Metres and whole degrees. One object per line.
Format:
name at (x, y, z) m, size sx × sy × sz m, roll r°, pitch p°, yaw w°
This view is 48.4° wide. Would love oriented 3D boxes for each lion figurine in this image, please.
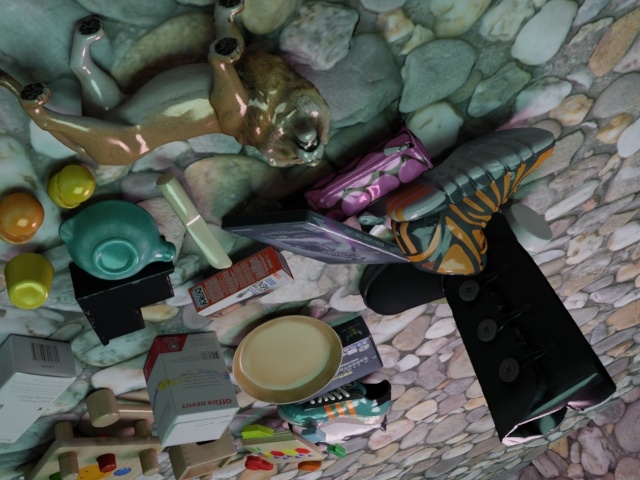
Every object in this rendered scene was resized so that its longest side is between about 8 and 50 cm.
lion figurine at (-0.182, -0.166, 0.894) m, size 0.392 × 0.142 × 0.240 m, roll -6°, pitch 152°, yaw -1°

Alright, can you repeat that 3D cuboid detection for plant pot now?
plant pot at (-0.071, 0.247, 1.508) m, size 0.236 × 0.032 × 0.236 m, roll -7°, pitch 121°, yaw -12°

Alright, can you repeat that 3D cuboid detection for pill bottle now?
pill bottle at (0.359, 0.038, 1.459) m, size 0.131 × 0.131 × 0.229 m, roll 6°, pitch 135°, yaw -36°

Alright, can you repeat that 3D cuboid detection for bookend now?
bookend at (-0.309, 0.085, 1.175) m, size 0.157 × 0.072 × 0.156 m, roll -18°, pitch 146°, yaw -10°

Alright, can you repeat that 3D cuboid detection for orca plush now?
orca plush at (0.034, 0.471, 1.907) m, size 0.287 × 0.102 × 0.151 m, roll -11°, pitch 99°, yaw -26°

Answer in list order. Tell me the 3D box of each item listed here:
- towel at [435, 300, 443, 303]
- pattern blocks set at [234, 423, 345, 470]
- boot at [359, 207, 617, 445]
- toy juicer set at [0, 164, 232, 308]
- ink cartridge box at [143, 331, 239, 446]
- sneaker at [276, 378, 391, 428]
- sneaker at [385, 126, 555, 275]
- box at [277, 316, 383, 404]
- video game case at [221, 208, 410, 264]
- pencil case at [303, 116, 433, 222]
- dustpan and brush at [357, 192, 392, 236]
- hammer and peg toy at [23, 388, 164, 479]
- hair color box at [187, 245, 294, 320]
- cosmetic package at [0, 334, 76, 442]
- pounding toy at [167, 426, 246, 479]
towel at (0.266, 0.120, 1.571) m, size 0.148 × 0.027 × 0.110 m, roll 6°, pitch 165°, yaw -36°
pattern blocks set at (-0.100, 0.529, 1.819) m, size 0.324 × 0.026 × 0.285 m, roll -9°, pitch 141°, yaw 23°
boot at (0.271, 0.168, 1.301) m, size 0.146 × 0.445 × 0.367 m, roll 10°, pitch 133°, yaw -39°
toy juicer set at (-0.306, -0.028, 1.033) m, size 0.329 × 0.089 × 0.209 m, roll -11°, pitch 125°, yaw -13°
ink cartridge box at (-0.255, 0.289, 1.384) m, size 0.128 × 0.176 × 0.127 m, roll 0°, pitch 138°, yaw -31°
sneaker at (0.040, 0.388, 1.773) m, size 0.302 × 0.108 × 0.121 m, roll 5°, pitch 116°, yaw -26°
sneaker at (0.268, -0.059, 1.212) m, size 0.321 × 0.124 × 0.180 m, roll -28°, pitch 117°, yaw -8°
box at (0.019, 0.282, 1.641) m, size 0.232 × 0.059 × 0.183 m, roll -23°, pitch 146°, yaw 0°
video game case at (0.000, 0.000, 1.193) m, size 0.196 × 0.026 × 0.274 m, roll -3°, pitch 163°, yaw 43°
pencil case at (0.072, -0.100, 1.143) m, size 0.209 × 0.095 × 0.098 m, roll -34°, pitch 179°, yaw 11°
dustpan and brush at (0.110, -0.040, 1.237) m, size 0.147 × 0.060 × 0.211 m, roll -41°, pitch 152°, yaw 22°
hammer and peg toy at (-0.467, 0.471, 1.542) m, size 0.266 × 0.127 × 0.361 m, roll 12°, pitch 131°, yaw -41°
hair color box at (-0.139, 0.079, 1.268) m, size 0.167 × 0.053 × 0.093 m, roll -26°, pitch 161°, yaw 5°
cosmetic package at (-0.548, 0.269, 1.267) m, size 0.117 × 0.085 × 0.231 m, roll 18°, pitch 126°, yaw -44°
pounding toy at (-0.279, 0.524, 1.765) m, size 0.181 × 0.094 × 0.206 m, roll -9°, pitch 152°, yaw -29°
